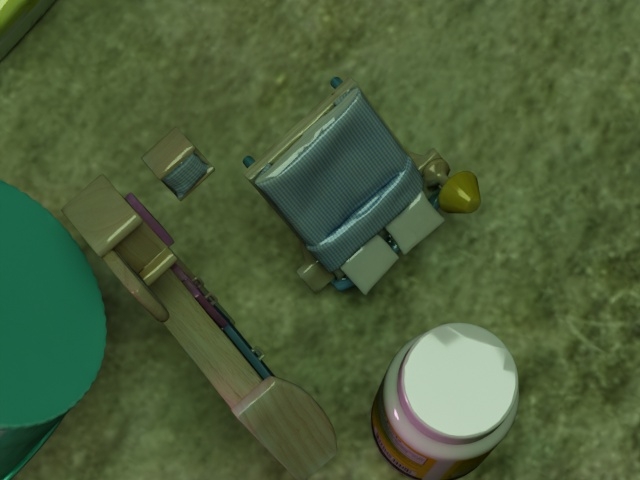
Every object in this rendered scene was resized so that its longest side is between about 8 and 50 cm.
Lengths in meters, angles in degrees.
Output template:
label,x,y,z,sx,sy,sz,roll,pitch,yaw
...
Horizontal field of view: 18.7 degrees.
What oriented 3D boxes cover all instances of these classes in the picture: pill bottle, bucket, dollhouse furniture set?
label,x,y,z,sx,sy,sz,roll,pitch,yaw
pill bottle,0.110,0.142,1.709,0.119,0.208,0.119,1,75,-4
bucket,-0.328,0.083,1.653,0.281,0.183,0.281,23,50,-31
dollhouse furniture set,0.000,0.000,1.672,0.303,0.286,0.198,-41,51,-3

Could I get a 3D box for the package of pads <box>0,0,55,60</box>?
label,x,y,z,sx,sy,sz,roll,pitch,yaw
package of pads,-0.361,-0.289,1.856,0.229,0.101,0.296,39,76,6
